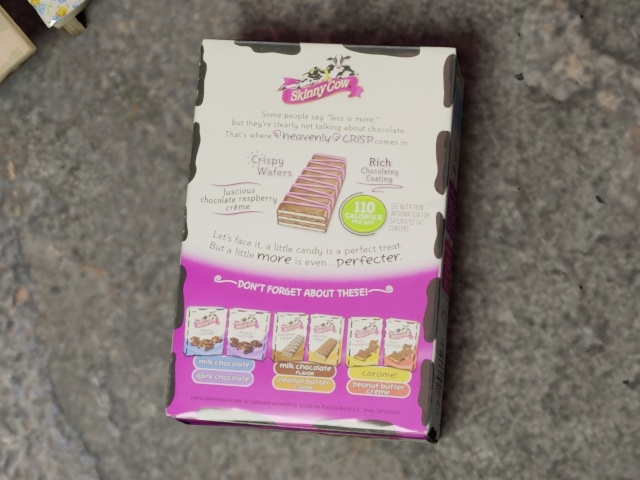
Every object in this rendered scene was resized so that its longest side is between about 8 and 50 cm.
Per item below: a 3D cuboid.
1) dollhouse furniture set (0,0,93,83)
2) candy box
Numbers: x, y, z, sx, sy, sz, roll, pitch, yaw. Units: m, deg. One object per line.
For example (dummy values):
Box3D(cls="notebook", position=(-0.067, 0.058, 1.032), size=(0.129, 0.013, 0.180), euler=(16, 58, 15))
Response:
Box3D(cls="dollhouse furniture set", position=(-0.282, -0.188, 1.160), size=(0.212, 0.161, 0.242), euler=(-41, 77, 0))
Box3D(cls="candy box", position=(0.000, 0.000, 1.130), size=(0.159, 0.071, 0.233), euler=(4, 81, 10))
